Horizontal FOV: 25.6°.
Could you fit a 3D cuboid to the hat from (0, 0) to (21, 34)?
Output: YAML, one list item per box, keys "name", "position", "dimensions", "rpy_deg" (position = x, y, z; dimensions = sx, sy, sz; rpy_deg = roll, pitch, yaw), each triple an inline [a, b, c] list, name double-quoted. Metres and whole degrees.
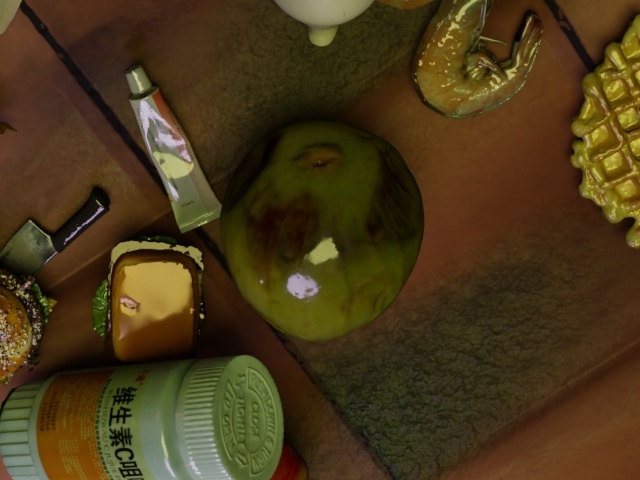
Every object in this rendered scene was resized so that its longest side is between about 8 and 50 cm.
- name: "hat"
  position: [-0.430, -0.330, 1.530]
  dimensions: [0.226, 0.164, 0.219]
  rpy_deg: [3, 121, -48]

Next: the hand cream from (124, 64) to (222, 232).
- name: "hand cream"
  position: [-0.176, -0.110, 1.661]
  dimensions: [0.052, 0.038, 0.216]
  rpy_deg: [-8, 121, 25]

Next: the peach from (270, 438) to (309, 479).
- name: "peach"
  position: [-0.114, 0.327, 1.756]
  dimensions: [0.197, 0.197, 0.197]
  rpy_deg: [-2, 112, -4]

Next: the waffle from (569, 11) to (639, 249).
- name: "waffle"
  position: [0.434, -0.132, 1.685]
  dimensions: [0.283, 0.065, 0.309]
  rpy_deg: [13, 113, -7]

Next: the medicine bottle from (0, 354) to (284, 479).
- name: "medicine bottle"
  position: [-0.217, 0.224, 1.663]
  dimensions: [0.318, 0.158, 0.158]
  rpy_deg: [-8, 115, 29]

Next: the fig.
- name: "fig"
  position: [0.000, 0.000, 1.622]
  dimensions: [0.239, 0.239, 0.271]
  rpy_deg: [0, 143, -5]

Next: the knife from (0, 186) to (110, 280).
- name: "knife"
  position: [-0.347, 0.011, 1.700]
  dimensions: [0.230, 0.028, 0.060]
  rpy_deg: [-42, 107, 16]

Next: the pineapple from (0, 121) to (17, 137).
- name: "pineapple"
  position: [-0.485, -0.134, 1.545]
  dimensions: [0.249, 0.164, 0.140]
  rpy_deg: [-23, 89, -3]

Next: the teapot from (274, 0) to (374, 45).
- name: "teapot"
  position: [0.004, -0.320, 1.557]
  dimensions: [0.145, 0.092, 0.226]
  rpy_deg: [13, 110, 6]

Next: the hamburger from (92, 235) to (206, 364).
- name: "hamburger"
  position: [-0.205, 0.070, 1.698]
  dimensions: [0.137, 0.087, 0.166]
  rpy_deg: [6, 110, -6]

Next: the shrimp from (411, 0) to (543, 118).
- name: "shrimp"
  position: [0.195, -0.255, 1.627]
  dimensions: [0.143, 0.052, 0.251]
  rpy_deg: [12, 118, -20]

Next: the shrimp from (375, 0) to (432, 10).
- name: "shrimp"
  position: [0.095, -0.374, 1.575]
  dimensions: [0.133, 0.053, 0.236]
  rpy_deg: [12, 116, 13]

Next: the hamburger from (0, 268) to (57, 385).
- name: "hamburger"
  position: [-0.412, 0.109, 1.686]
  dimensions: [0.164, 0.093, 0.190]
  rpy_deg: [18, 118, -7]
